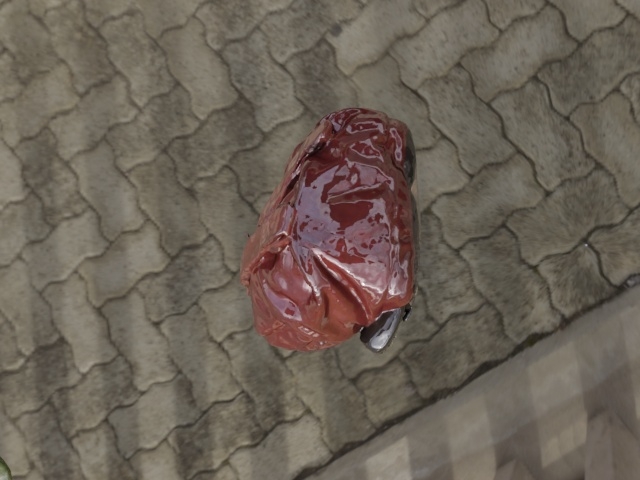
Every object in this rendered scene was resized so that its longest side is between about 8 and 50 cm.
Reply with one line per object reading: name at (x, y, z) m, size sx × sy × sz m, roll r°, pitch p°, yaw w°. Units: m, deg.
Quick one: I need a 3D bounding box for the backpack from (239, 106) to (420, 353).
backpack at (0.002, 0.001, 0.765) m, size 0.139 × 0.229 × 0.229 m, roll 14°, pitch 94°, yaw -17°

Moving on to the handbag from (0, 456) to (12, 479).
handbag at (-0.285, 0.110, 0.395) m, size 0.241 × 0.222 × 0.263 m, roll 43°, pitch 118°, yaw 44°
